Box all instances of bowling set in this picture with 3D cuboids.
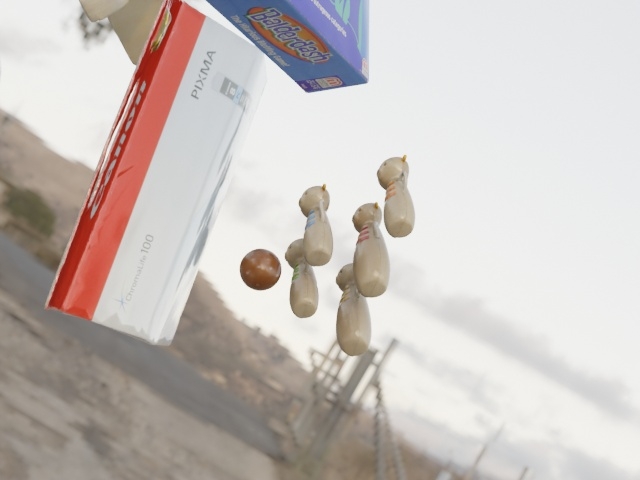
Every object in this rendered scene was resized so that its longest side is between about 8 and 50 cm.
[{"bbox_3d":[0.000,0.000,1.884,0.200,0.287,0.154,11,41,-12],"label":"bowling set"}]

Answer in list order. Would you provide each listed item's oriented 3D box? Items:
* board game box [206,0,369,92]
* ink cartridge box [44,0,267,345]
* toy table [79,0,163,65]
[{"bbox_3d":[-0.019,-0.215,0.871,0.047,0.210,0.160,-7,-18,22],"label":"board game box"},{"bbox_3d":[-0.140,-0.059,1.372,0.091,0.308,0.385,21,-4,-1],"label":"ink cartridge box"},{"bbox_3d":[-0.164,-0.304,1.418,0.274,0.161,0.252,-107,172,-67],"label":"toy table"}]
